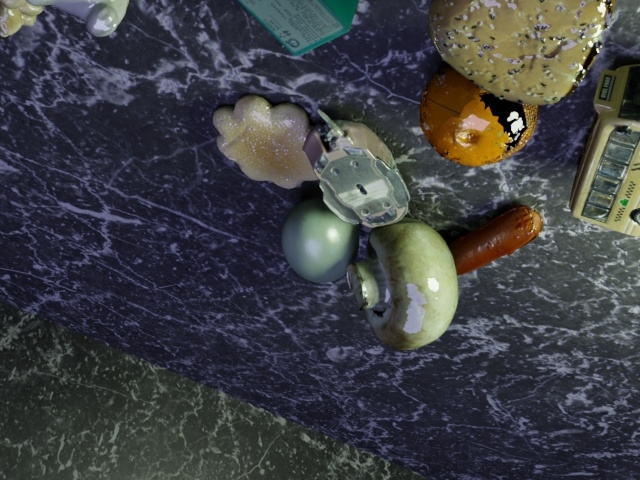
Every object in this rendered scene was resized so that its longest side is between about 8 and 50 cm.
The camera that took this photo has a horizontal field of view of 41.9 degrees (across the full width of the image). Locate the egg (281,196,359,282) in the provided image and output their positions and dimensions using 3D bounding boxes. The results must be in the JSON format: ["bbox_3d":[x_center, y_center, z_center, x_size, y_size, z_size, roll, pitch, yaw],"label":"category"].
[{"bbox_3d":[0.000,0.000,2.172,0.202,0.203,0.283,8,156,15],"label":"egg"}]

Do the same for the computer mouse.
[{"bbox_3d":[0.079,-0.176,1.934,0.199,0.115,0.389,-20,130,23],"label":"computer mouse"}]

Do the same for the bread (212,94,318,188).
[{"bbox_3d":[-0.117,-0.228,2.008,0.315,0.054,0.316,14,149,9],"label":"bread"}]

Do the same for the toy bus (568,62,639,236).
[{"bbox_3d":[0.604,-0.173,1.615,0.201,0.177,0.365,16,151,14],"label":"toy bus"}]

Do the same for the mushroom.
[{"bbox_3d":[0.206,0.109,2.117,0.260,0.352,0.352,-9,153,-14],"label":"mushroom"}]

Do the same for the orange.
[{"bbox_3d":[0.308,-0.254,1.639,0.234,0.182,0.234,20,143,16],"label":"orange"}]

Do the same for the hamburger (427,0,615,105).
[{"bbox_3d":[0.324,-0.389,1.386,0.276,0.195,0.318,13,147,3],"label":"hamburger"}]

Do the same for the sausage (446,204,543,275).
[{"bbox_3d":[0.422,0.004,2.071,0.102,0.102,0.330,29,147,-20],"label":"sausage"}]

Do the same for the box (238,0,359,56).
[{"bbox_3d":[-0.065,-0.471,1.544,0.153,0.092,0.245,-15,138,41],"label":"box"}]

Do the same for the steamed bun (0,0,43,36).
[{"bbox_3d":[-0.692,-0.515,1.771,0.192,0.106,0.177,22,151,-11],"label":"steamed bun"}]

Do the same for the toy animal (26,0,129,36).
[{"bbox_3d":[-0.381,-0.562,1.463,0.196,0.241,0.368,19,136,-20],"label":"toy animal"}]
